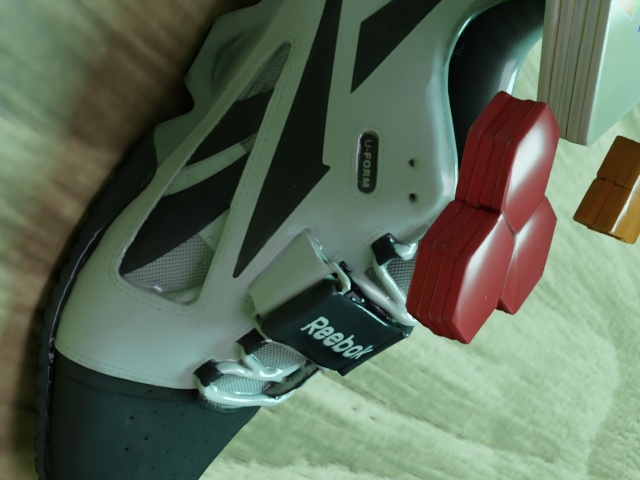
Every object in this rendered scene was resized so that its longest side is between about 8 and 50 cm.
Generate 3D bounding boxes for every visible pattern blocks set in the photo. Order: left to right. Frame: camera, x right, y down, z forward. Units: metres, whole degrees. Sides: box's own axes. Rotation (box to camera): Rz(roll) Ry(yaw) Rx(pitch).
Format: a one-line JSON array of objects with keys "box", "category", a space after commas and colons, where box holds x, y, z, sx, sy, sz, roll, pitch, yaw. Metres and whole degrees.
[{"box": [0.126, -0.125, 0.536, 0.325, 0.026, 0.285, -28, 132, -55], "category": "pattern blocks set"}]

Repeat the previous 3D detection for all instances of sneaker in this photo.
[{"box": [0.000, 0.000, 0.590, 0.122, 0.146, 0.330, 7, 112, -62], "category": "sneaker"}]
